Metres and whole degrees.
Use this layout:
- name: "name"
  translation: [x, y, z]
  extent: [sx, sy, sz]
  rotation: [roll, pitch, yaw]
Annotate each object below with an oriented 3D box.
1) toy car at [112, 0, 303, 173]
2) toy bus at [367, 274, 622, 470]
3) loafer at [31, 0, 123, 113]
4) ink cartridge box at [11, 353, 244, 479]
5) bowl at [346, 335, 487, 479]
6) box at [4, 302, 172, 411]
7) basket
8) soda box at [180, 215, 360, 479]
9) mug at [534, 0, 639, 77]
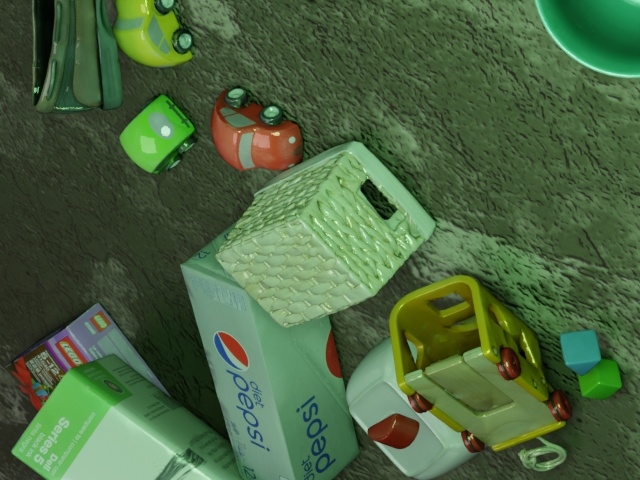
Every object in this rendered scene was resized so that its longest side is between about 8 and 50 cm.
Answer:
- name: "toy car"
  translation: [-0.140, -0.118, 1.863]
  extent: [0.239, 0.053, 0.225]
  rotation: [48, 147, 3]
- name: "toy bus"
  translation: [0.144, 0.108, 1.707]
  extent: [0.202, 0.191, 0.104]
  rotation: [114, 154, -53]
- name: "loafer"
  translation: [-0.235, -0.232, 1.754]
  extent: [0.096, 0.084, 0.267]
  rotation: [-124, 23, -60]
- name: "ink cartridge box"
  translation: [-0.166, 0.250, 2.089]
  extent: [0.273, 0.114, 0.198]
  rotation: [36, -175, 6]
- name: "bowl"
  translation: [0.087, 0.164, 1.879]
  extent: [0.142, 0.053, 0.142]
  rotation: [49, 146, 3]
- name: "box"
  translation: [-0.228, 0.225, 2.300]
  extent: [0.293, 0.057, 0.201]
  rotation: [53, 146, -4]
- name: "basket"
  translation: [0.000, 0.000, 1.756]
  extent: [0.113, 0.103, 0.167]
  rotation: [46, 148, -14]
- name: "soda box"
  translation: [-0.045, 0.120, 1.947]
  extent: [0.091, 0.098, 0.286]
  rotation: [21, 137, 38]
- name: "mug"
  translation: [0.227, -0.191, 1.316]
  extent: [0.158, 0.097, 0.129]
  rotation: [-28, 101, 31]
